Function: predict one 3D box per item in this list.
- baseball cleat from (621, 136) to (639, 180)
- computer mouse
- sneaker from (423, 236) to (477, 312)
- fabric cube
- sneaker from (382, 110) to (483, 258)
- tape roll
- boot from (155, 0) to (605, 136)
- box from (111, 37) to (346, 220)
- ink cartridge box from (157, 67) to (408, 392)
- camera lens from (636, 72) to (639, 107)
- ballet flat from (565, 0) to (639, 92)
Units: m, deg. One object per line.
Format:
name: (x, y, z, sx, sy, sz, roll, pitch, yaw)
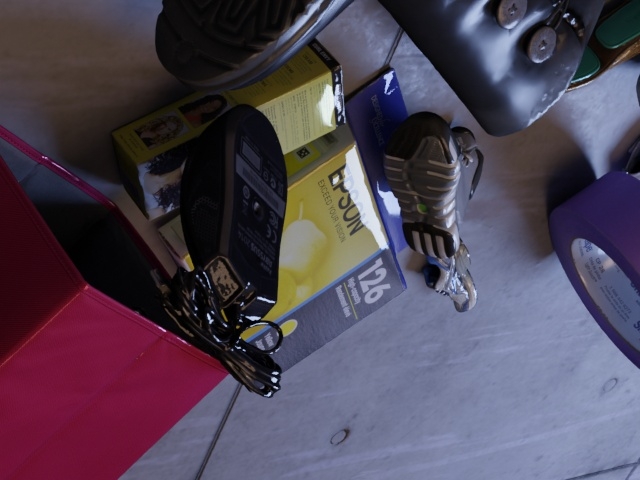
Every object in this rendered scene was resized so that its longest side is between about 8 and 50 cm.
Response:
baseball cleat: (0.480, -0.118, 2.117, 0.206, 0.072, 0.109, -34, 138, -15)
computer mouse: (-0.093, -0.005, 1.495, 0.072, 0.272, 0.188, -12, 142, 25)
sneaker: (0.155, 0.044, 2.021, 0.058, 0.052, 0.135, -24, 136, -6)
fabric cube: (-0.284, 0.085, 1.470, 0.258, 0.254, 0.259, -44, 145, 6)
sneaker: (0.131, -0.094, 1.797, 0.229, 0.086, 0.132, 82, 28, -53)
tape roll: (0.405, 0.050, 2.052, 0.090, 0.275, 0.275, -34, 145, -9)
boot: (0.082, -0.216, 1.561, 0.367, 0.146, 0.445, -51, 147, 2)
box: (-0.087, -0.111, 1.607, 0.232, 0.058, 0.087, -29, 143, -17)
ink cartridge box: (0.000, 0.000, 1.805, 0.307, 0.072, 0.304, -33, 144, -7)
camera lens: (0.504, -0.230, 1.882, 0.219, 0.219, 0.274, -14, 138, -32)
ballet flat: (0.307, -0.209, 1.860, 0.206, 0.073, 0.067, -26, 157, -13)
